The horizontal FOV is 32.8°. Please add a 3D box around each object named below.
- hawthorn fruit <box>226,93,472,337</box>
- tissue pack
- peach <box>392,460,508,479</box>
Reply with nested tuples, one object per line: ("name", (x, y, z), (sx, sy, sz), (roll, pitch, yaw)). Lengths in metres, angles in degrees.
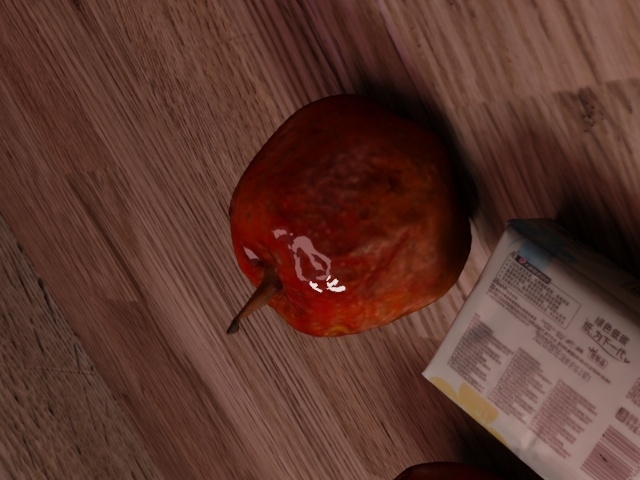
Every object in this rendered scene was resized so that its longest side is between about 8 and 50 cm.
("hawthorn fruit", (0.000, 0.000, 0.945), (0.207, 0.243, 0.207), (38, 152, 25))
("tissue pack", (0.227, 0.105, 0.845), (0.229, 0.145, 0.159), (38, 117, 28))
("peach", (0.158, 0.367, 1.134), (0.281, 0.238, 0.281), (43, -176, -3))
